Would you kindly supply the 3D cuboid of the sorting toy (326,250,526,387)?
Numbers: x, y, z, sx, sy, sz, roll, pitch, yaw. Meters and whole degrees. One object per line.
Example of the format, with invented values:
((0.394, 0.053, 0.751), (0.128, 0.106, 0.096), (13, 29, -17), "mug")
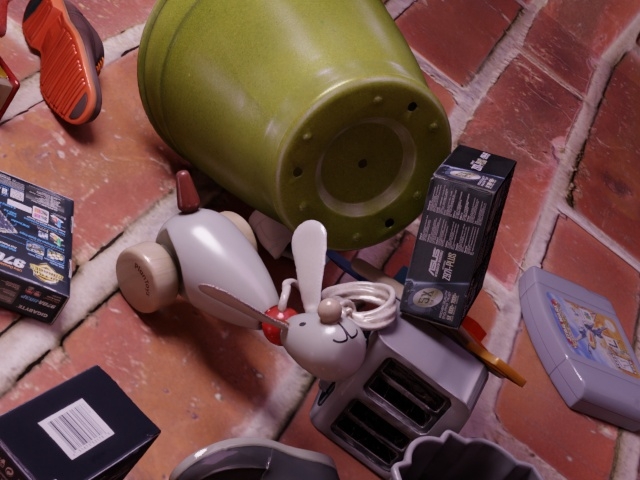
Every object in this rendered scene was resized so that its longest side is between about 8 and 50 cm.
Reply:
((0.152, 0.092, 1.638), (0.347, 0.047, 0.196), (33, -5, 44), "sorting toy")

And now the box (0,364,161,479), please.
((-0.250, 0.211, 1.104), (0.093, 0.158, 0.156), (45, 29, 11), "box")

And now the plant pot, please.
((-0.012, -0.172, 1.622), (0.366, 0.366, 0.353), (17, 20, -33), "plant pot")

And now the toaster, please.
((0.099, 0.188, 1.525), (0.185, 0.168, 0.110), (37, 32, 0), "toaster")

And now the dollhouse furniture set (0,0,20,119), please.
((-0.462, -0.348, 1.621), (0.152, 0.201, 0.374), (-7, 52, -52), "dollhouse furniture set")

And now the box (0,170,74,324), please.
((-0.382, -0.016, 1.391), (0.220, 0.051, 0.175), (23, 32, -26), "box")

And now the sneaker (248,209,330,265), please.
((0.000, 0.000, 1.785), (0.212, 0.080, 0.094), (-2, 53, -36), "sneaker")

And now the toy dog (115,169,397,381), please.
((-0.082, 0.024, 1.425), (0.333, 0.161, 0.220), (12, 32, 22), "toy dog")

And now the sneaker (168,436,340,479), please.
((-0.049, 0.278, 1.314), (0.222, 0.083, 0.118), (12, 39, -40), "sneaker")

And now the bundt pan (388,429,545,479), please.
((0.178, 0.377, 1.381), (0.331, 0.124, 0.331), (28, 32, -20), "bundt pan")

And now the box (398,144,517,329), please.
((0.166, -0.007, 1.510), (0.077, 0.180, 0.147), (17, 23, 12), "box")

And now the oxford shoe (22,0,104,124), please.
((-0.333, -0.251, 1.742), (0.098, 0.097, 0.271), (20, 33, -40), "oxford shoe")

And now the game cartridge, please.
((0.425, 0.168, 2.035), (0.198, 0.062, 0.297), (26, 31, -29), "game cartridge")
